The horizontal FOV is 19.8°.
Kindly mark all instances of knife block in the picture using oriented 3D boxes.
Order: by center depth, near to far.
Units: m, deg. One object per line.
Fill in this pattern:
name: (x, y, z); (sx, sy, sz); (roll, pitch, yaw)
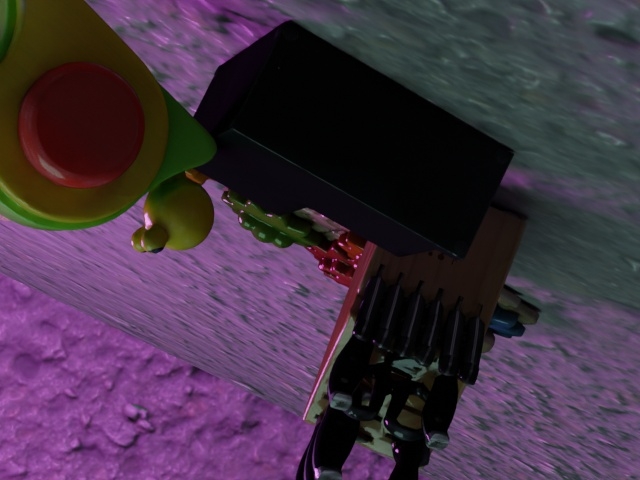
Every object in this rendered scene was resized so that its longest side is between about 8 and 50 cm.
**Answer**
knife block: (0.044, 0.090, 1.206); (0.088, 0.242, 0.276); (24, 166, -1)

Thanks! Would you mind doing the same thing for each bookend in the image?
bookend: (0.009, -0.050, 1.106); (0.157, 0.072, 0.156); (29, 168, -13)

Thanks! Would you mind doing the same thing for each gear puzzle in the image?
gear puzzle: (0.000, 0.000, 1.424); (0.339, 0.044, 0.175); (30, 168, -17)

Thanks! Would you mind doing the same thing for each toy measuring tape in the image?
toy measuring tape: (-0.188, -0.104, 1.013); (0.330, 0.121, 0.121); (45, 164, -15)

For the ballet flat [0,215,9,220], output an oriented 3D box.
ballet flat: (-0.328, -0.098, 1.578); (0.316, 0.107, 0.106); (17, 158, 33)
